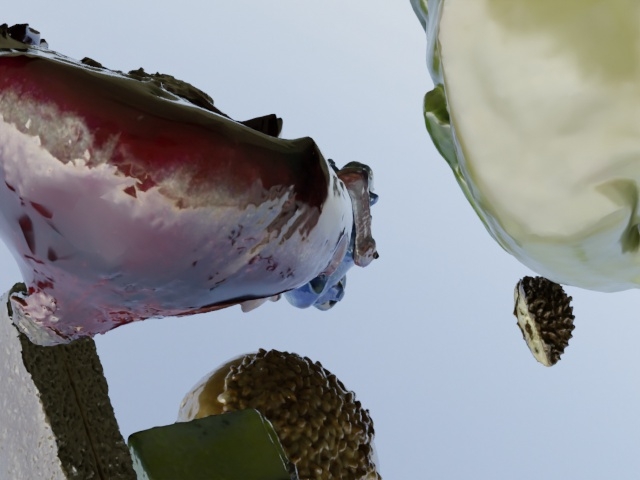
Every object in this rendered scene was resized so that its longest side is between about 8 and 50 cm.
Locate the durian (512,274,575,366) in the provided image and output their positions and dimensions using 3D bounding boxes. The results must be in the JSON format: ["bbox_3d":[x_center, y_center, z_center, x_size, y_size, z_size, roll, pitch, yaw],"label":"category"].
[{"bbox_3d":[0.243,0.079,0.915,0.052,0.066,0.130,-5,-137,-3],"label":"durian"}]

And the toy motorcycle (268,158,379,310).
[{"bbox_3d":[-0.015,-0.009,1.580,0.241,0.319,0.182,5,-161,-26],"label":"toy motorcycle"}]

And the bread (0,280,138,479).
[{"bbox_3d":[-0.317,0.217,0.979,0.102,0.183,0.337,2,-129,-43],"label":"bread"}]

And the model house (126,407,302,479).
[{"bbox_3d":[-0.116,0.337,0.998,0.193,0.170,0.211,-4,-140,-31],"label":"model house"}]

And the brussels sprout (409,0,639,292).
[{"bbox_3d":[0.177,-0.106,0.486,0.328,0.247,0.328,41,-146,-37],"label":"brussels sprout"}]

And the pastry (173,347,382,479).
[{"bbox_3d":[-0.061,0.370,1.367,0.409,0.245,0.410,23,-131,-29],"label":"pastry"}]

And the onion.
[{"bbox_3d":[-0.120,-0.014,0.542,0.272,0.195,0.272,24,179,1],"label":"onion"}]
